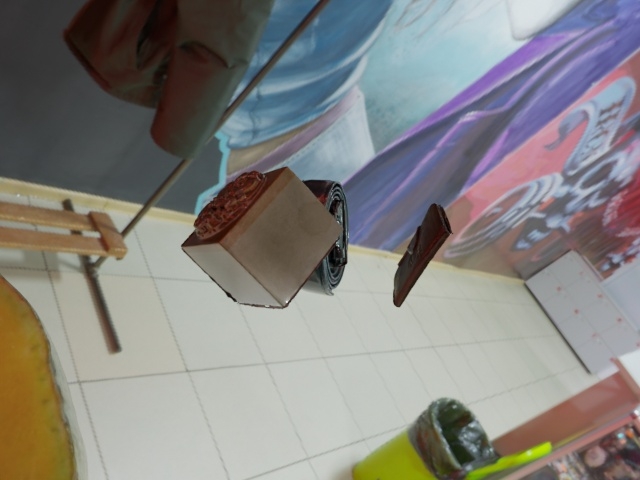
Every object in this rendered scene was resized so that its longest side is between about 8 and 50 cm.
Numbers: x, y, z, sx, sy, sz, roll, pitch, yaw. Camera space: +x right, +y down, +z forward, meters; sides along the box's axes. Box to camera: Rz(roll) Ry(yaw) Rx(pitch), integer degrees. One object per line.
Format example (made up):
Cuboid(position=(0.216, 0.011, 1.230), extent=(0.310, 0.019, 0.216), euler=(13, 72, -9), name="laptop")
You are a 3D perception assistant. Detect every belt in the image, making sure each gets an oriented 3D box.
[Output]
Cuboid(position=(0.000, 0.000, 1.187), extent=(0.206, 0.116, 0.267), euler=(-56, 146, -58), name="belt")

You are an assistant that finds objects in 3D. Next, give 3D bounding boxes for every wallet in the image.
Cuboid(position=(0.236, 0.034, 1.335), extent=(0.031, 0.255, 0.137), euler=(17, 36, -13), name="wallet")

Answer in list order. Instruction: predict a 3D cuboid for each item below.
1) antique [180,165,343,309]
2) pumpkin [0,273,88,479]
Cuboid(position=(-0.086, -0.007, 0.749), extent=(0.148, 0.152, 0.146), euler=(47, 64, -22), name="antique")
Cuboid(position=(-0.280, 0.135, 0.248), extent=(0.332, 0.199, 0.332), euler=(16, 50, -20), name="pumpkin")
